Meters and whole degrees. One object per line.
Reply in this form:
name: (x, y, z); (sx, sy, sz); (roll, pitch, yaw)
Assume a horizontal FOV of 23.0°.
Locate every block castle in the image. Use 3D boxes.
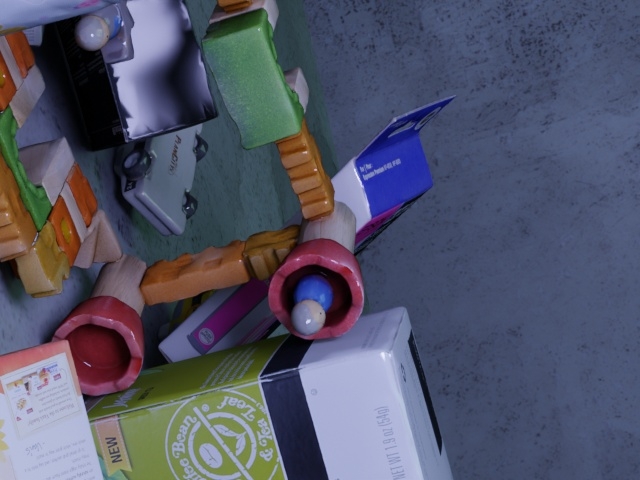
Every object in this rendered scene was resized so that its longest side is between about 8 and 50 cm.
block castle: (-0.163, -0.100, 1.358); (0.213, 0.303, 0.453); (-81, 153, -63)

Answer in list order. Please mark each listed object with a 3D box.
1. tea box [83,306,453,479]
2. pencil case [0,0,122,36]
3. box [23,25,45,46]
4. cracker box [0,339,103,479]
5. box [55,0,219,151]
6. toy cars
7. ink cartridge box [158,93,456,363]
tea box: (-0.038, 0.268, 1.446); (0.220, 0.323, 0.329); (-45, 119, -79)
pencil case: (-0.253, -0.201, 1.103); (0.113, 0.273, 0.124); (-12, 89, -73)
box: (-0.282, -0.368, 1.535); (0.322, 0.058, 0.232); (-91, -173, -55)
cracker box: (-0.225, 0.201, 1.142); (0.155, 0.067, 0.232); (-12, 87, -61)
box: (-0.197, -0.193, 1.610); (0.261, 0.103, 0.184); (-174, -110, -74)
toy cars: (-0.166, 0.011, 1.802); (0.176, 0.087, 0.394); (-6, 77, -62)
ink cartridge box: (0.000, 0.000, 1.620); (0.069, 0.371, 0.176); (48, 27, 7)
